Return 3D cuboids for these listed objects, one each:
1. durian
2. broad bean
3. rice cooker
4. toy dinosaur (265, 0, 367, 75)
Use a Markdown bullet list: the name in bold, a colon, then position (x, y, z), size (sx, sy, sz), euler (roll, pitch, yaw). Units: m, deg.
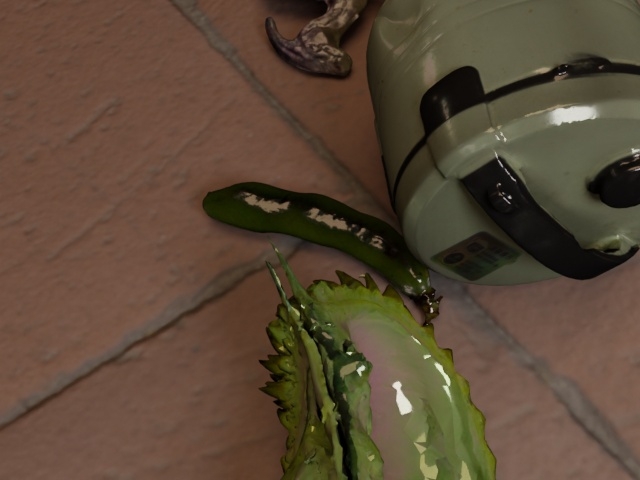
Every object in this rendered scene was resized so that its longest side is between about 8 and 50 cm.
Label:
- **durian**: position (0.037, 0.182, 0.481), size (0.158, 0.169, 0.351), euler (-4, 57, 7)
- **broad bean**: position (0.004, -0.004, 0.682), size (0.227, 0.039, 0.069), euler (27, 72, 22)
- **rice cooker**: position (0.148, -0.084, 0.613), size (0.226, 0.226, 0.244), euler (-13, 56, 0)
- **toy dinosaur**: position (0.000, -0.297, 0.843), size (0.162, 0.077, 0.294), euler (-19, 58, -3)
